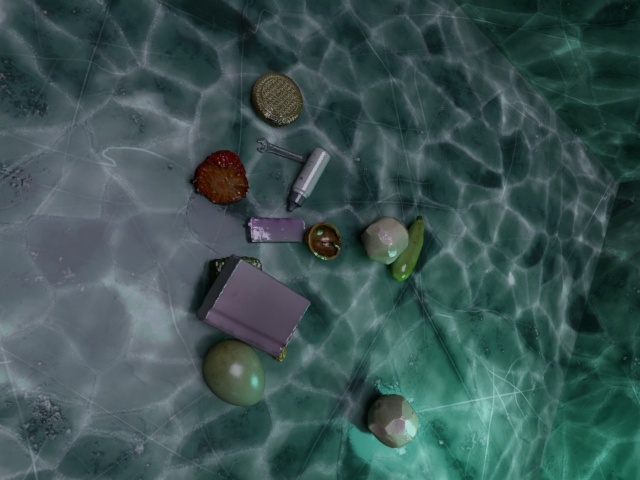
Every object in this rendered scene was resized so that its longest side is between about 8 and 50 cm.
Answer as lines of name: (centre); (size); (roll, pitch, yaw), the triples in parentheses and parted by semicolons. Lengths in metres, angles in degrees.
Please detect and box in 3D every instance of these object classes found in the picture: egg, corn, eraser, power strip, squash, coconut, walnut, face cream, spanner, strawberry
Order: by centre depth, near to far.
egg: (-0.325, 0.519, 1.730); (0.218, 0.218, 0.295); (-38, 114, -26)
eraser: (-0.251, 0.257, 1.730); (0.359, 0.122, 0.272); (34, 80, -30)
strawberry: (-0.393, -0.272, 1.814); (0.234, 0.234, 0.178); (28, 43, -23)
corn: (-0.184, 0.412, 1.898); (0.068, 0.068, 0.207); (-7, 89, -29)
power strip: (-0.189, -0.045, 1.954); (0.278, 0.037, 0.109); (0, 86, -29)
face cream: (-0.063, -0.264, 2.005); (0.092, 0.092, 0.311); (31, 79, -22)
walnut: (-0.003, -0.001, 2.019); (0.211, 0.087, 0.167); (22, 77, -41)
spanner: (-0.148, -0.391, 2.021); (0.302, 0.017, 0.071); (14, 80, -26)
coconut: (0.328, 0.816, 2.051); (0.227, 0.227, 0.230); (-45, 113, -24)
coconut: (0.296, 0.003, 2.116); (0.234, 0.224, 0.224); (-26, 98, -26)
squash: (0.450, 0.040, 2.252); (0.118, 0.118, 0.371); (36, 66, -21)

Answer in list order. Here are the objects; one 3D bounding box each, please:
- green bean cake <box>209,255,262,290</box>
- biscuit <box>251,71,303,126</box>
green bean cake: (-0.344, 0.170, 1.809); (0.200, 0.113, 0.214); (3, 86, -27)
biscuit: (-0.188, -0.626, 1.984); (0.259, 0.079, 0.259); (3, 84, -29)
